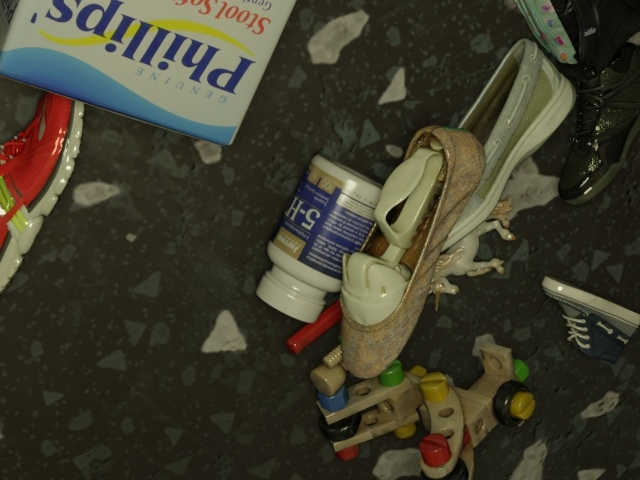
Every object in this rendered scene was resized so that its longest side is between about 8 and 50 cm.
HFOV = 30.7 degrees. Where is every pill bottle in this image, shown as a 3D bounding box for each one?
[{"bbox_3d":[0.000,0.000,1.416,0.112,0.112,0.186,24,98,-29],"label":"pill bottle"}]

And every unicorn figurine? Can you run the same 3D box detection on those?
[{"bbox_3d":[0.197,0.016,1.545,0.111,0.060,0.162,8,90,-25],"label":"unicorn figurine"}]

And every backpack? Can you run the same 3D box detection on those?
[{"bbox_3d":[0.307,-0.307,1.432,0.152,0.115,0.182,-49,118,-17],"label":"backpack"}]

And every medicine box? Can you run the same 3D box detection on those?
[{"bbox_3d":[-0.168,-0.282,1.198,0.263,0.149,0.289,16,111,-27],"label":"medicine box"}]

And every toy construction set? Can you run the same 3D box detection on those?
[{"bbox_3d":[0.130,0.186,1.515,0.237,0.257,0.309,-38,100,-26],"label":"toy construction set"}]

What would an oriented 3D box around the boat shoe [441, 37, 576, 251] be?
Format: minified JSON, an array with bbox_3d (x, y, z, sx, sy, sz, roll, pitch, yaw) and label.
[{"bbox_3d":[0.187,-0.108,1.460,0.320,0.118,0.103,-47,114,-5],"label":"boat shoe"}]

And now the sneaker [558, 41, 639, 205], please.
[{"bbox_3d":[0.356,-0.163,1.526,0.130,0.087,0.227,31,92,-28],"label":"sneaker"}]

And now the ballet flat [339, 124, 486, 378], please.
[{"bbox_3d":[0.083,0.006,1.344,0.106,0.107,0.316,23,90,-52],"label":"ballet flat"}]

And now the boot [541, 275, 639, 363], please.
[{"bbox_3d":[0.373,0.115,1.644,0.190,0.069,0.086,22,96,-30],"label":"boot"}]

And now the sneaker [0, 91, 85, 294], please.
[{"bbox_3d":[-0.343,-0.063,1.253,0.118,0.107,0.279,27,96,-22],"label":"sneaker"}]
